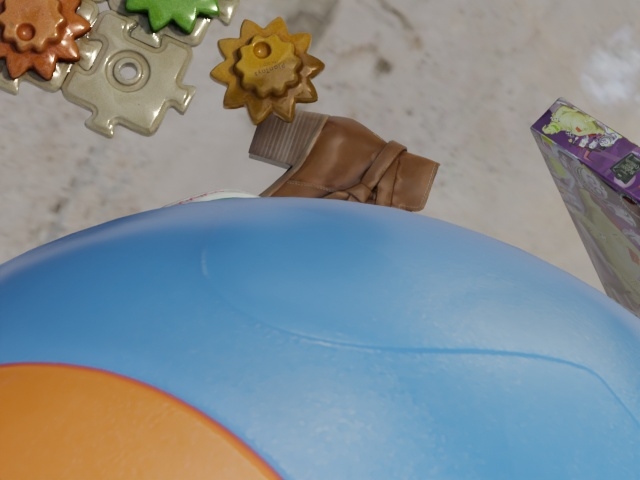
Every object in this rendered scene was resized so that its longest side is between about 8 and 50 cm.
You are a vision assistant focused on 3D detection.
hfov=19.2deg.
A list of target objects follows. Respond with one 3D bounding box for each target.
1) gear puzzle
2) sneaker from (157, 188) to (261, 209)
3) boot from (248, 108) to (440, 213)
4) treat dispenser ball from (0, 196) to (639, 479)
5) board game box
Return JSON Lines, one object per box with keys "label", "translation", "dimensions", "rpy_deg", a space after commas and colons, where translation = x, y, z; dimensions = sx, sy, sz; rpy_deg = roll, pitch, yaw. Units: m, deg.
{"label": "gear puzzle", "translation": [-0.157, -0.173, 1.419], "dimensions": [0.339, 0.044, 0.175], "rpy_deg": [25, 76, 1]}
{"label": "sneaker", "translation": [-0.124, 0.070, 1.098], "dimensions": [0.295, 0.178, 0.124], "rpy_deg": [-30, 105, -12]}
{"label": "boot", "translation": [0.000, 0.000, 1.500], "dimensions": [0.152, 0.073, 0.197], "rpy_deg": [19, 98, 1]}
{"label": "treat dispenser ball", "translation": [-0.010, 0.133, 0.460], "dimensions": [0.288, 0.288, 0.288], "rpy_deg": [-3, 81, 21]}
{"label": "board game box", "translation": [0.317, 0.031, 1.712], "dimensions": [0.056, 0.347, 0.208], "rpy_deg": [-47, 50, -12]}
